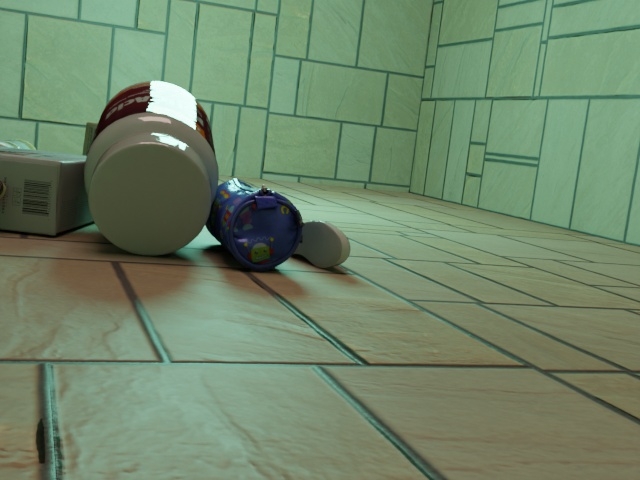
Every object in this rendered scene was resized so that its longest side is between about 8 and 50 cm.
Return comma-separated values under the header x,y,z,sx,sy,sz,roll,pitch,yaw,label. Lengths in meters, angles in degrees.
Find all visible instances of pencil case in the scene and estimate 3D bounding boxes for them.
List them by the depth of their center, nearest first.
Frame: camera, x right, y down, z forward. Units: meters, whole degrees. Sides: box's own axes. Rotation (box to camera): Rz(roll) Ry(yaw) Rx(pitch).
x,y,z,sx,sy,sz,roll,pitch,yaw,label
-0.123,-0.036,1.369,0.119,0.133,0.306,4,7,-17,pencil case

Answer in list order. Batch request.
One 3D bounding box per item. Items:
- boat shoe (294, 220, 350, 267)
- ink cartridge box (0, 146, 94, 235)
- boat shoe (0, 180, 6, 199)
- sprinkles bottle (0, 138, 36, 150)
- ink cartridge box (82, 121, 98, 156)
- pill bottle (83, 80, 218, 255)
x,y,z,sx,sy,sz,roll,pitch,yaw,label
0.000,0.000,1.411,0.070,0.077,0.219,1,7,-31,boat shoe
-0.566,-0.102,1.486,0.272,0.130,0.309,7,7,0,ink cartridge box
-0.588,-0.091,1.298,0.152,0.056,0.049,4,-26,0,boat shoe
-0.801,-0.198,2.058,0.121,0.121,0.355,5,7,-12,sprinkles bottle
-0.438,-0.160,1.803,0.088,0.193,0.235,11,9,14,ink cartridge box
-0.294,-0.135,1.416,0.224,0.224,0.392,5,21,-13,pill bottle
